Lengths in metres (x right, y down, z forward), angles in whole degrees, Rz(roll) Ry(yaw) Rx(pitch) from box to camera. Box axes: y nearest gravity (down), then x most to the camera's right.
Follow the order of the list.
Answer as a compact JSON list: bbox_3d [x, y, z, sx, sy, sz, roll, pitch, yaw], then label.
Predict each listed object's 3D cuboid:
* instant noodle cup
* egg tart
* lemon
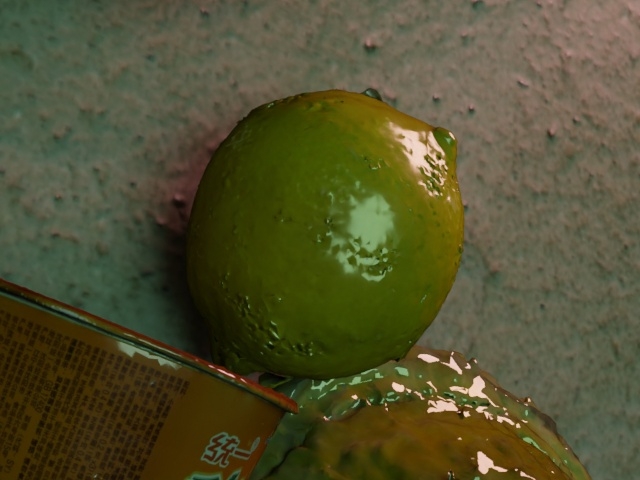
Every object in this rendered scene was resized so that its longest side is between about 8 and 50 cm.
[{"bbox_3d":[-0.146,0.130,0.769,0.230,0.230,0.182,25,80,-29],"label":"instant noodle cup"},{"bbox_3d":[0.072,0.254,0.929,0.388,0.169,0.387,3,84,-28],"label":"egg tart"},{"bbox_3d":[0.000,0.000,0.899,0.173,0.173,0.206,30,90,-27],"label":"lemon"}]
